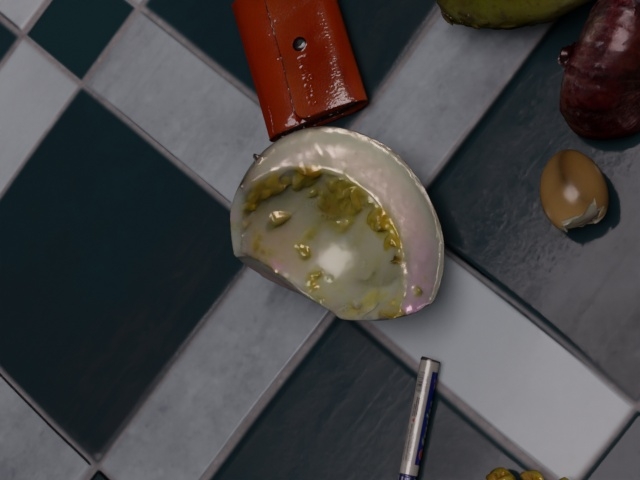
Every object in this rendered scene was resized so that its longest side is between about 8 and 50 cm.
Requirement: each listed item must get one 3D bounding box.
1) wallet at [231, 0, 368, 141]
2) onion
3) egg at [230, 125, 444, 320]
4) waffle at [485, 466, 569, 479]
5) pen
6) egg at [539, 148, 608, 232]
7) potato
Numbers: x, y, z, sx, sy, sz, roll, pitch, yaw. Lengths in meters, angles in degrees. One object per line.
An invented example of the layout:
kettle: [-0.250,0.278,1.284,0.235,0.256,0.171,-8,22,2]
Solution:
wallet: [-0.029,-0.243,2.051,0.142,0.045,0.204,-21,73,17]
onion: [0.349,-0.211,1.839,0.151,0.098,0.206,24,102,36]
egg: [0.013,-0.010,1.929,0.271,0.162,0.206,35,58,-7]
waffle: [0.241,0.357,1.816,0.160,0.055,0.211,-26,70,16]
pen: [0.114,0.241,1.908,0.025,0.025,0.204,8,83,23]
egg: [0.295,-0.060,1.863,0.080,0.080,0.096,-23,75,17]
potato: [0.255,-0.321,1.908,0.251,0.113,0.149,-8,40,18]
